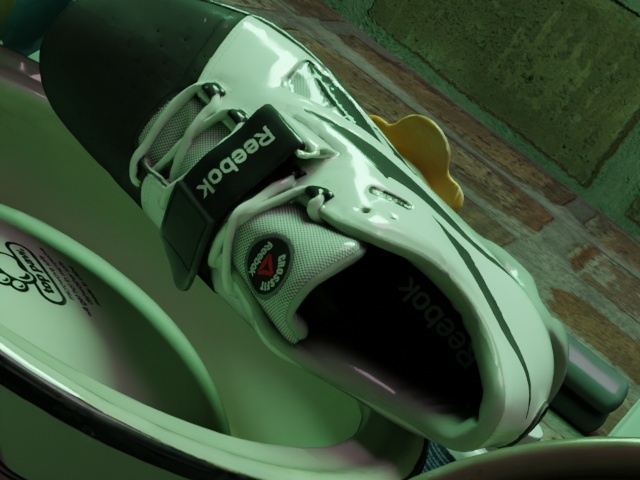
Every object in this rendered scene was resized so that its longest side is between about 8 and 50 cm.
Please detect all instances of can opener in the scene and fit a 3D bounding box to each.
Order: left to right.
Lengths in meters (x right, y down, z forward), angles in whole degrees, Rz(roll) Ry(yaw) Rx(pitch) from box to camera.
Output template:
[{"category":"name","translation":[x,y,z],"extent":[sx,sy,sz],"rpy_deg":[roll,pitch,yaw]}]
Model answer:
[{"category":"can opener","translation":[0.164,0.095,1.587],"extent":[0.283,0.076,0.095],"rpy_deg":[38,47,7]}]

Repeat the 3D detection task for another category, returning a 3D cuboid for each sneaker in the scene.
[{"category":"sneaker","translation":[-0.017,-0.017,0.805],"extent":[0.330,0.122,0.146],"rpy_deg":[37,13,7]}]

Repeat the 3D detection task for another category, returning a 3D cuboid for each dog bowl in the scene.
[{"category":"dog bowl","translation":[-0.149,0.047,0.846],"extent":[0.408,0.150,0.408],"rpy_deg":[33,16,-11]}]

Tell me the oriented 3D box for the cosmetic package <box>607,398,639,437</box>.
[{"category":"cosmetic package","translation":[0.512,0.236,1.379],"extent":[0.329,0.327,0.394],"rpy_deg":[18,24,-49]}]

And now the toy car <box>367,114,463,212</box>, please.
[{"category":"toy car","translation":[0.000,0.000,1.142],"extent":[0.210,0.238,0.219],"rpy_deg":[43,16,25]}]

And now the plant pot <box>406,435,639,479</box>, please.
[{"category":"plant pot","translation":[0.103,0.234,0.615],"extent":[0.323,0.323,0.280],"rpy_deg":[38,-2,7]}]

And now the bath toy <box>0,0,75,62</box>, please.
[{"category":"bath toy","translation":[-0.167,-0.119,1.259],"extent":[0.129,0.151,0.348],"rpy_deg":[40,-5,26]}]

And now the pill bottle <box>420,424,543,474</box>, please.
[{"category":"pill bottle","translation":[0.095,0.161,1.084],"extent":[0.067,0.120,0.067],"rpy_deg":[32,15,-10]}]
